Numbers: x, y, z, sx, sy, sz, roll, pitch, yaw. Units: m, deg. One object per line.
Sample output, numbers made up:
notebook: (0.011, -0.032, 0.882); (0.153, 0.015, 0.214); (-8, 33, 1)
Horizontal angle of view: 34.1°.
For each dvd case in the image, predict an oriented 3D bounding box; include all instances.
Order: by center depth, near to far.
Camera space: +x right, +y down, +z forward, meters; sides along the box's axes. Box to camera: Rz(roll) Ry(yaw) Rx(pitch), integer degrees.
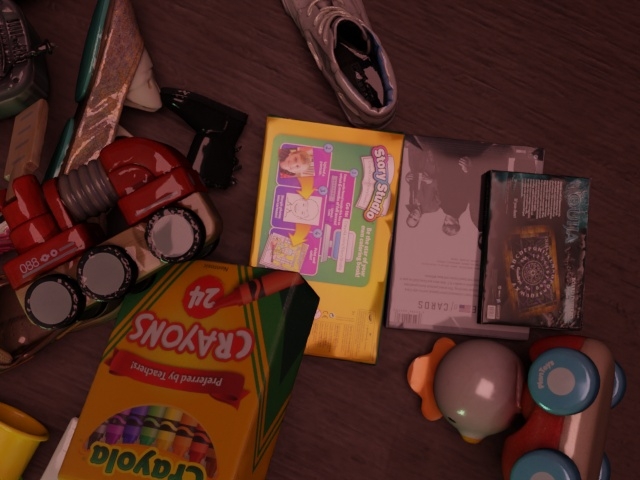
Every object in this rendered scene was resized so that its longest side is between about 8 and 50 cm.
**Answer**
dvd case: (0.176, -0.004, 1.278); (0.179, 0.029, 0.238); (6, 88, -3)

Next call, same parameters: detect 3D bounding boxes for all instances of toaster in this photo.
toaster: (-0.404, -0.201, 1.195); (0.227, 0.146, 0.129); (-13, 89, -3)

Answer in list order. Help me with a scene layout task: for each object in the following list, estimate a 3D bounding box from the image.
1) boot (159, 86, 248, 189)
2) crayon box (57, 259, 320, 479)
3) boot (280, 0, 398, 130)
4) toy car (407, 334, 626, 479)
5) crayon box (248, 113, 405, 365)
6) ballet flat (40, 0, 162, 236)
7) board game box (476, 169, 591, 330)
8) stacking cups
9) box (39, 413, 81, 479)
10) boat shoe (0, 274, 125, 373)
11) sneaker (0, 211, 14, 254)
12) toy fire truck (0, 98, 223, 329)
boot: (-0.146, -0.119, 1.240); (0.121, 0.045, 0.099); (18, 85, -28)
crayon box: (-0.142, 0.177, 1.103); (0.202, 0.081, 0.318); (6, 66, 23)
boot: (0.025, -0.256, 1.232); (0.095, 0.123, 0.258); (-28, 89, -4)
toy car: (0.211, 0.200, 1.215); (0.238, 0.219, 0.210); (10, 87, 26)
crayon box: (0.000, 0.000, 1.241); (0.165, 0.081, 0.278); (8, 87, -3)
ballet flat: (-0.250, -0.146, 1.237); (0.106, 0.107, 0.316); (17, 92, -22)
board game box: (0.257, 0.012, 1.255); (0.126, 0.026, 0.186); (5, 87, -5)
stacking cups: (-0.432, 0.340, 1.196); (0.096, 0.096, 0.316); (30, 86, -2)
box: (-0.253, 0.258, 1.206); (0.102, 0.101, 0.087); (26, 87, 0)
boat shoe: (-0.381, 0.098, 1.195); (0.342, 0.123, 0.123); (-20, 89, -4)
sneaker: (-0.393, -0.017, 1.204); (0.170, 0.063, 0.074); (-25, 77, 35)
toy fire truck: (-0.245, -0.057, 1.104); (0.217, 0.158, 0.246); (-28, 89, 5)
